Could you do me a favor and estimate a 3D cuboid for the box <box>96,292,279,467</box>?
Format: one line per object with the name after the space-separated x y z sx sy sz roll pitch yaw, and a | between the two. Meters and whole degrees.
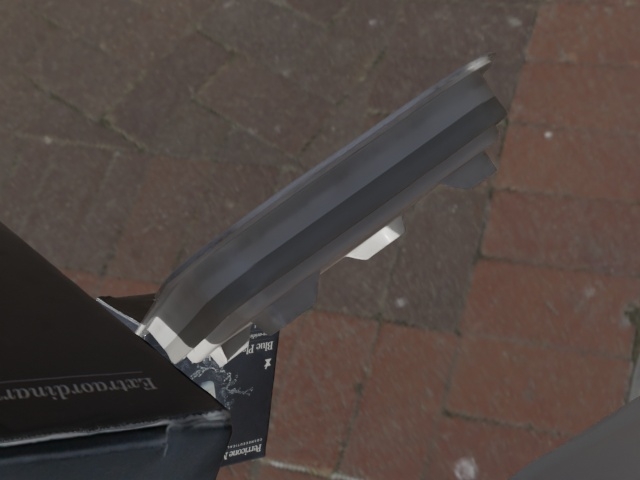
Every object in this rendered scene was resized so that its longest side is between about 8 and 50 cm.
-0.130 0.133 1.077 0.093 0.156 0.158 23 111 46 | box

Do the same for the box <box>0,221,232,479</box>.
-0.290 0.083 0.521 0.395 0.294 0.211 32 109 40 | box

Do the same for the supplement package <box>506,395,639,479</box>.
0.178 0.142 0.416 0.194 0.203 0.149 -20 89 -40 | supplement package

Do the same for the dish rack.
0.000 0.000 0.863 0.286 0.333 0.072 -36 89 -19 | dish rack
